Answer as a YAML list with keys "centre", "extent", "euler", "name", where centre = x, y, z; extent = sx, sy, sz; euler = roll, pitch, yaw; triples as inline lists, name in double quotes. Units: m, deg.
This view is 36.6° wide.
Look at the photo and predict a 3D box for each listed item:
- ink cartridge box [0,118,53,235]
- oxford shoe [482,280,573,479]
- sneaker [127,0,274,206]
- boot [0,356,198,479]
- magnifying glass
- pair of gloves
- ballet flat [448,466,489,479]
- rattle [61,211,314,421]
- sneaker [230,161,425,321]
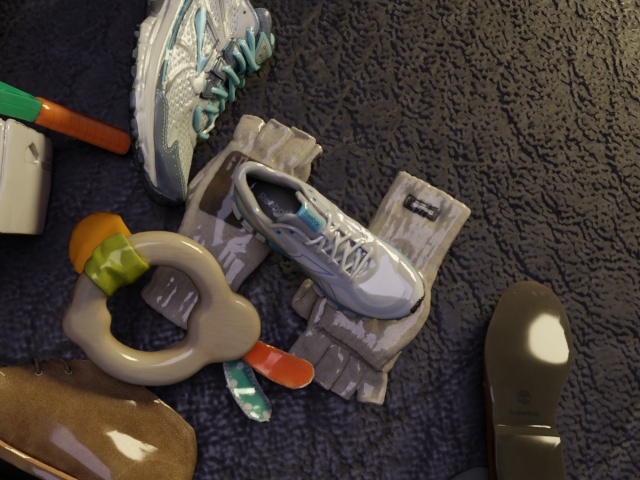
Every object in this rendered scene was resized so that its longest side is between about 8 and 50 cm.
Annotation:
- centre: [-0.342, -0.057, 0.778]
  extent: [0.218, 0.158, 0.092]
  euler: [4, 90, -2]
  name: "ink cartridge box"
- centre: [0.166, 0.134, 0.818]
  extent: [0.076, 0.076, 0.212]
  euler: [11, 59, 1]
  name: "oxford shoe"
- centre: [-0.101, -0.166, 0.854]
  extent: [0.122, 0.110, 0.283]
  euler: [5, 76, -6]
  name: "sneaker"
- centre: [-0.239, 0.132, 0.769]
  extent: [0.305, 0.112, 0.115]
  euler: [33, 63, -10]
  name: "boot"
- centre: [-0.257, -0.115, 0.793]
  extent: [0.092, 0.231, 0.026]
  euler: [32, 101, 46]
  name: "magnifying glass"
- centre: [-0.015, 0.013, 0.844]
  extent: [0.240, 0.042, 0.204]
  euler: [23, 81, 9]
  name: "pair of gloves"
- centre: [0.083, 0.269, 0.774]
  extent: [0.213, 0.068, 0.072]
  euler: [-44, 82, -13]
  name: "ballet flat"
- centre: [-0.115, 0.063, 0.810]
  extent: [0.199, 0.143, 0.130]
  euler: [22, 80, -24]
  name: "rattle"
- centre: [0.000, 0.000, 0.783]
  extent: [0.190, 0.083, 0.071]
  euler: [33, 81, 10]
  name: "sneaker"
